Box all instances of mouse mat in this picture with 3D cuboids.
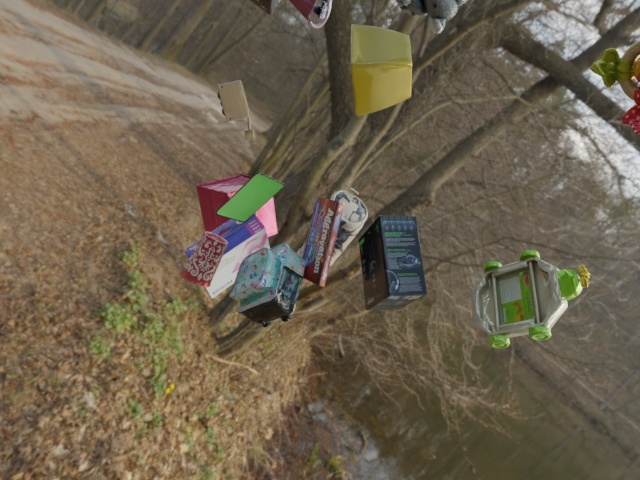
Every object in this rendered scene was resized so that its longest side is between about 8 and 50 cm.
[{"bbox_3d":[-0.210,-0.126,1.421,0.007,0.190,0.153,58,18,22],"label":"mouse mat"}]

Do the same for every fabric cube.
[{"bbox_3d":[-0.379,-0.140,2.148,0.254,0.258,0.259,-24,28,-38],"label":"fabric cube"}]

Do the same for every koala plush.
[{"bbox_3d":[0.418,-0.888,1.741,0.221,0.196,0.203,42,7,21],"label":"koala plush"}]

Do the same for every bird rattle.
[{"bbox_3d":[0.845,-0.423,1.237,0.207,0.143,0.253,97,-18,-67],"label":"bird rattle"}]

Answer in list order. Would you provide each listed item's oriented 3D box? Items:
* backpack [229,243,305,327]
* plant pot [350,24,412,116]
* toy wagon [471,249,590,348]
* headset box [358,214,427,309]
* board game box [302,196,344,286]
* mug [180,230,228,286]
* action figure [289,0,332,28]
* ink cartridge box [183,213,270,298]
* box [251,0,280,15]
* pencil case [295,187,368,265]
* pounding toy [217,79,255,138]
[{"bbox_3d":[-0.169,0.131,1.570,0.191,0.225,0.253,44,42,-24],"label":"backpack"},{"bbox_3d":[0.200,-0.559,1.537,0.212,0.187,0.212,75,15,-57],"label":"plant pot"},{"bbox_3d":[0.597,0.159,1.348,0.068,0.344,0.267,33,50,-32],"label":"toy wagon"},{"bbox_3d":[0.231,0.071,1.572,0.131,0.283,0.246,0,-18,-12],"label":"headset box"},{"bbox_3d":[0.000,0.000,1.573,0.027,0.281,0.145,11,5,-34],"label":"board game box"},{"bbox_3d":[-0.410,0.055,1.649,0.113,0.169,0.150,21,10,-44],"label":"mug"},{"bbox_3d":[-0.138,-0.751,1.250,0.370,0.248,0.276,20,15,3],"label":"action figure"},{"bbox_3d":[-0.359,0.056,1.911,0.071,0.324,0.330,46,-19,25],"label":"ink cartridge box"},{"bbox_3d":[-0.246,-0.998,1.729,0.270,0.165,0.143,34,-4,-6],"label":"box"},{"bbox_3d":[0.038,-0.021,1.881,0.160,0.410,0.183,17,46,-17],"label":"pencil case"},{"bbox_3d":[-0.307,-0.467,1.716,0.181,0.094,0.206,-113,-170,-72],"label":"pounding toy"}]
